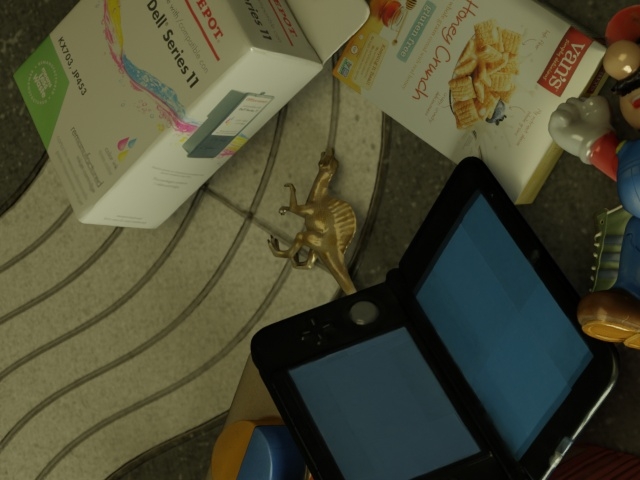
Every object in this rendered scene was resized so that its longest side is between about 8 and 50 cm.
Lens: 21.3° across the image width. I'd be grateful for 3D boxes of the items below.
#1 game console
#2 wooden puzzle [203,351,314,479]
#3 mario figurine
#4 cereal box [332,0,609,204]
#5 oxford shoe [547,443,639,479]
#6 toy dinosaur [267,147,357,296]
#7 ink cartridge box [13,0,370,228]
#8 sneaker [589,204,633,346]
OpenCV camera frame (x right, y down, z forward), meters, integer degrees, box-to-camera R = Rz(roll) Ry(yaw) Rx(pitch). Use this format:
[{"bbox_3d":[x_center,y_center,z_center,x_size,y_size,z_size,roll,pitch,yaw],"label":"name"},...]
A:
[{"bbox_3d":[0.091,0.103,1.535,0.173,0.250,0.293,84,161,-47],"label":"game console"},{"bbox_3d":[-0.040,0.318,1.668,0.348,0.080,0.322,34,110,46],"label":"wooden puzzle"},{"bbox_3d":[0.271,-0.080,1.429,0.198,0.170,0.320,-1,61,22],"label":"mario figurine"},{"bbox_3d":[0.145,-0.169,1.621,0.240,0.047,0.173,37,110,25],"label":"cereal box"},{"bbox_3d":[0.329,0.324,1.481,0.397,0.140,0.146,37,130,34],"label":"oxford shoe"},{"bbox_3d":[0.000,0.000,1.711,0.093,0.053,0.183,-16,83,29],"label":"toy dinosaur"},{"bbox_3d":[-0.137,-0.196,1.724,0.353,0.119,0.207,-42,62,28],"label":"ink cartridge box"},{"bbox_3d":[0.278,0.008,1.541,0.086,0.064,0.192,41,105,24],"label":"sneaker"}]
